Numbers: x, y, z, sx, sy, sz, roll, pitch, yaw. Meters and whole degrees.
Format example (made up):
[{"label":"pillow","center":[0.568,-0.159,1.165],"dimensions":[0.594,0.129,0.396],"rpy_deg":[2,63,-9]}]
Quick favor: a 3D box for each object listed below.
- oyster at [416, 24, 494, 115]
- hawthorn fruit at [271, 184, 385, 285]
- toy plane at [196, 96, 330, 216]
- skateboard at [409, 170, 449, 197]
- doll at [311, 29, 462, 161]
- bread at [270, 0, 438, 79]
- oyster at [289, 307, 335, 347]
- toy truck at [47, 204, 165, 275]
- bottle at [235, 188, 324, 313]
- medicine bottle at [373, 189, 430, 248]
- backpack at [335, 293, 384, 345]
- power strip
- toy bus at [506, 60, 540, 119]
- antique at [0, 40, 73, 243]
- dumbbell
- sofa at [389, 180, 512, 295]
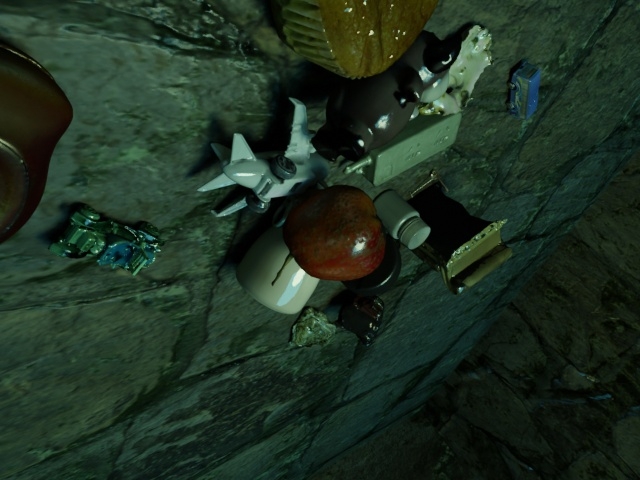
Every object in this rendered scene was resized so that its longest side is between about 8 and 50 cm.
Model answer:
[{"label":"oyster","center":[0.254,-0.315,1.004],"dimensions":[0.133,0.072,0.209],"rpy_deg":[21,94,-51]},{"label":"hawthorn fruit","center":[0.000,0.000,0.866],"dimensions":[0.204,0.162,0.162],"rpy_deg":[-18,148,-2]},{"label":"toy plane","center":[-0.065,-0.109,0.848],"dimensions":[0.255,0.101,0.251],"rpy_deg":[-4,145,-48]},{"label":"skateboard","center":[0.260,-0.121,1.274],"dimensions":[0.083,0.064,0.032],"rpy_deg":[-34,160,9]},{"label":"doll","center":[0.099,-0.223,0.797],"dimensions":[0.257,0.182,0.117],"rpy_deg":[-46,121,-19]},{"label":"bread","center":[0.045,-0.330,0.649],"dimensions":[0.227,0.142,0.253],"rpy_deg":[-42,150,-15]},{"label":"oyster","center":[-0.021,0.239,1.412],"dimensions":[0.125,0.064,0.177],"rpy_deg":[-1,142,-32]},{"label":"toy truck","center":[-0.296,0.012,0.753],"dimensions":[0.080,0.078,0.154],"rpy_deg":[-50,150,10]},{"label":"bottle","center":[-0.041,0.007,0.997],"dimensions":[0.236,0.147,0.147],"rpy_deg":[-56,149,9]},{"label":"medicine bottle","center":[0.180,-0.046,1.195],"dimensions":[0.080,0.130,0.080],"rpy_deg":[-30,149,-20]},{"label":"backpack","center":[0.116,0.191,1.431],"dimensions":[0.106,0.120,0.165],"rpy_deg":[-63,179,28]},{"label":"power strip","center":[0.164,-0.188,1.069],"dimensions":[0.288,0.053,0.093],"rpy_deg":[-31,149,-22]},{"label":"toy bus","center":[0.471,-0.342,1.226],"dimensions":[0.051,0.061,0.153],"rpy_deg":[-44,150,-7]},{"label":"antique","center":[-0.371,-0.073,0.496],"dimensions":[0.278,0.129,0.223],"rpy_deg":[-37,153,-6]},{"label":"dumbbell","center":[0.082,0.021,1.145],"dimensions":[0.152,0.152,0.218],"rpy_deg":[-42,151,0]},{"label":"sofa","center":[0.306,0.007,1.297],"dimensions":[0.200,0.258,0.182],"rpy_deg":[-33,136,-18]}]
